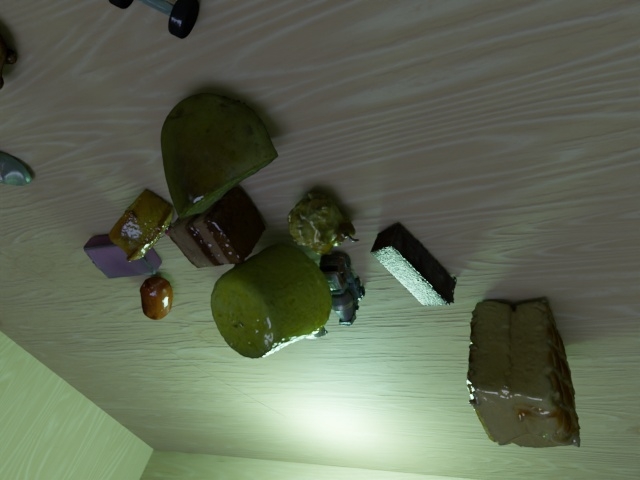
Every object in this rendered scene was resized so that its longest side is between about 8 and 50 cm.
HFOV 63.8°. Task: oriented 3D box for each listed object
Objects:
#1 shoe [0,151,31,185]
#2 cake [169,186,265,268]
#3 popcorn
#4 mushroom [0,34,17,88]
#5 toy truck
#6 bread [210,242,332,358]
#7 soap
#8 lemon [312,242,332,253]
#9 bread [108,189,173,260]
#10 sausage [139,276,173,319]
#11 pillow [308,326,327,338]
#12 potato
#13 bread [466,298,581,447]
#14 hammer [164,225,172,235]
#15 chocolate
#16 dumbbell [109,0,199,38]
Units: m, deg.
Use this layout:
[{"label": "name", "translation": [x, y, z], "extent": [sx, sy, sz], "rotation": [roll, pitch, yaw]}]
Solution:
[{"label": "shoe", "translation": [-1.163, -0.257, 1.825], "extent": [0.251, 0.100, 0.103], "rotation": [26, 137, -3]}, {"label": "cake", "translation": [-0.360, -0.038, 1.696], "extent": [0.293, 0.196, 0.199], "rotation": [-8, 130, 33]}, {"label": "popcorn", "translation": [0.001, -0.045, 1.561], "extent": [0.195, 0.168, 0.173], "rotation": [38, 158, -18]}, {"label": "mushroom", "translation": [-0.977, -0.521, 1.442], "extent": [0.194, 0.138, 0.231], "rotation": [27, 138, -8]}, {"label": "toy truck", "translation": [0.070, 0.175, 1.791], "extent": [0.108, 0.140, 0.256], "rotation": [-4, 133, 25]}, {"label": "bread", "translation": [-0.171, 0.202, 1.691], "extent": [0.348, 0.308, 0.348], "rotation": [20, 121, 38]}, {"label": "soap", "translation": [-0.778, 0.058, 2.028], "extent": [0.259, 0.081, 0.181], "rotation": [-8, 131, 25]}, {"label": "lemon", "translation": [0.000, 0.000, 1.676], "extent": [0.082, 0.082, 0.110], "rotation": [-25, 116, 38]}, {"label": "bread", "translation": [-0.636, -0.036, 1.790], "extent": [0.260, 0.147, 0.160], "rotation": [-37, 107, 28]}, {"label": "sausage", "translation": [-0.687, 0.246, 2.163], "extent": [0.133, 0.133, 0.258], "rotation": [20, 137, 0]}, {"label": "pillow", "translation": [-0.146, 0.292, 1.999], "extent": [0.310, 0.138, 0.283], "rotation": [-6, 133, 22]}, {"label": "potato", "translation": [-0.329, -0.247, 1.371], "extent": [0.330, 0.213, 0.280], "rotation": [-30, 92, 25]}, {"label": "bread", "translation": [0.656, 0.441, 1.684], "extent": [0.279, 0.371, 0.390], "rotation": [-13, 129, 30]}, {"label": "hammer", "translation": [-0.525, -0.035, 1.865], "extent": [0.083, 0.043, 0.043], "rotation": [-1, 135, 23]}, {"label": "chocolate", "translation": [0.299, 0.092, 1.649], "extent": [0.321, 0.112, 0.112], "rotation": [42, 142, -24]}, {"label": "dumbbell", "translation": [-0.392, -0.562, 1.210], "extent": [0.191, 0.100, 0.100], "rotation": [25, 138, -5]}]
